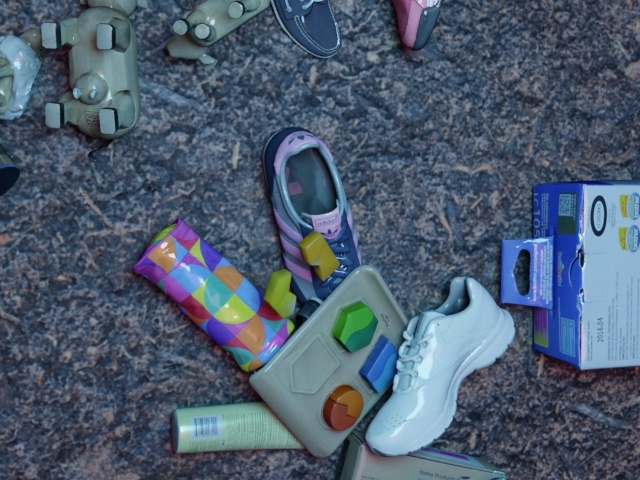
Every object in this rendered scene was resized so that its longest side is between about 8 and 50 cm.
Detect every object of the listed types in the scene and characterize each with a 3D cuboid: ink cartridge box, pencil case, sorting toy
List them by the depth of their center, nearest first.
[{"bbox_3d":[0.015,0.144,1.090,0.229,0.041,0.307,-43,129,-13],"label":"sorting toy"},{"bbox_3d":[-0.144,0.081,1.097,0.104,0.104,0.236,-44,102,-7],"label":"pencil case"},{"bbox_3d":[0.132,0.401,1.189,0.235,0.088,0.193,16,89,-13],"label":"ink cartridge box"},{"bbox_3d":[0.472,0.043,1.211,0.395,0.151,0.270,-1,94,-15],"label":"ink cartridge box"}]

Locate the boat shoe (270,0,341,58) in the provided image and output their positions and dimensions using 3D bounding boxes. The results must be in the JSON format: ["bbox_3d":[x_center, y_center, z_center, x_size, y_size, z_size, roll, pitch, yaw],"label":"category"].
[{"bbox_3d":[-0.029,-0.340,1.099,0.075,0.065,0.206,-37,112,-12],"label":"boat shoe"}]

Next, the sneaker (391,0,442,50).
[{"bbox_3d":[0.092,-0.416,1.124,0.136,0.116,0.313,-6,88,-3],"label":"sneaker"}]

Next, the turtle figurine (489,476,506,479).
[{"bbox_3d":[0.172,0.423,1.096,0.234,0.118,0.175,-20,114,-27],"label":"turtle figurine"}]

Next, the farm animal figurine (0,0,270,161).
[{"bbox_3d":[-0.248,-0.266,1.012,0.330,0.172,0.326,21,108,0],"label":"farm animal figurine"}]

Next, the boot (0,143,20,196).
[{"bbox_3d":[-0.498,-0.066,1.029,0.219,0.082,0.106,-35,76,0],"label":"boot"}]

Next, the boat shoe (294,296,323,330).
[{"bbox_3d":[-0.010,0.143,1.138,0.042,0.049,0.133,-43,137,-40],"label":"boat shoe"}]

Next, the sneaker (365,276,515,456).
[{"bbox_3d":[0.151,0.174,1.142,0.297,0.111,0.129,-49,118,-25],"label":"sneaker"}]

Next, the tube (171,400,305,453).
[{"bbox_3d":[-0.089,0.265,1.146,0.240,0.070,0.062,0,51,-20],"label":"tube"}]

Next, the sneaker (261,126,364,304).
[{"bbox_3d":[0.000,0.000,1.106,0.112,0.131,0.319,-23,101,-10],"label":"sneaker"}]
